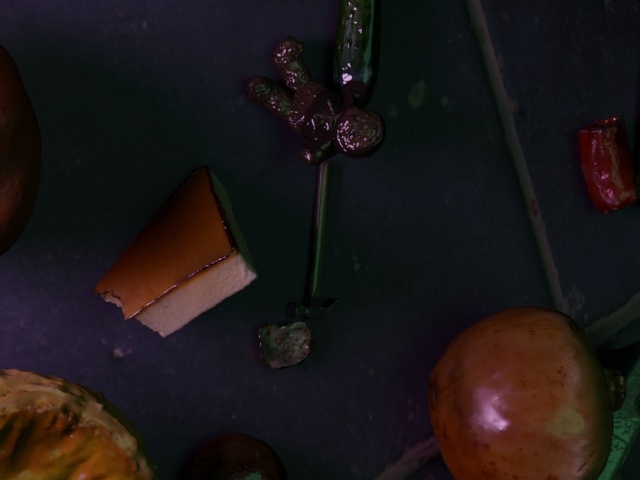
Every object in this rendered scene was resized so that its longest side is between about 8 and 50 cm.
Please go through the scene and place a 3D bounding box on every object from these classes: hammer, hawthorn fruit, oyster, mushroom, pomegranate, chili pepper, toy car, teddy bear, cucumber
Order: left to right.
[{"bbox_3d":[-0.336,-0.103,1.439,0.199,0.199,0.251,34,57,-35],"label":"hawthorn fruit"},{"bbox_3d":[-0.095,0.271,1.715,0.127,0.087,0.127,4,77,-19],"label":"mushroom"},{"bbox_3d":[-0.038,0.117,1.783,0.083,0.019,0.054,-1,92,-37],"label":"oyster"},{"bbox_3d":[-0.003,-0.140,1.758,0.160,0.078,0.119,35,67,7],"label":"teddy bear"},{"bbox_3d":[0.000,0.000,1.810,0.062,0.017,0.182,9,86,-39],"label":"hammer"},{"bbox_3d":[0.043,-0.238,1.811,0.056,0.056,0.250,6,88,-39],"label":"cucumber"},{"bbox_3d":[0.244,0.196,1.877,0.248,0.248,0.248,-2,94,-39],"label":"pomegranate"},{"bbox_3d":[0.338,0.261,2.029,0.097,0.141,0.320,34,69,-6],"label":"toy car"},{"bbox_3d":[0.376,-0.095,2.077,0.070,0.073,0.123,-13,101,5],"label":"chili pepper"}]

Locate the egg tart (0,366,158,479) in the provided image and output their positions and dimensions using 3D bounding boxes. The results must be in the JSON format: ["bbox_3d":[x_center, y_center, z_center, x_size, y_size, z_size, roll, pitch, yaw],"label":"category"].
[{"bbox_3d":[-0.307,0.273,1.500,0.341,0.132,0.341,-2,94,-37],"label":"egg tart"}]

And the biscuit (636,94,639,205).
[{"bbox_3d":[0.448,-0.188,2.158,0.048,0.026,0.292,2,91,-58],"label":"biscuit"}]

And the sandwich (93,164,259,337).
[{"bbox_3d":[-0.156,0.018,1.639,0.162,0.193,0.058,-32,121,6],"label":"sandwich"}]
